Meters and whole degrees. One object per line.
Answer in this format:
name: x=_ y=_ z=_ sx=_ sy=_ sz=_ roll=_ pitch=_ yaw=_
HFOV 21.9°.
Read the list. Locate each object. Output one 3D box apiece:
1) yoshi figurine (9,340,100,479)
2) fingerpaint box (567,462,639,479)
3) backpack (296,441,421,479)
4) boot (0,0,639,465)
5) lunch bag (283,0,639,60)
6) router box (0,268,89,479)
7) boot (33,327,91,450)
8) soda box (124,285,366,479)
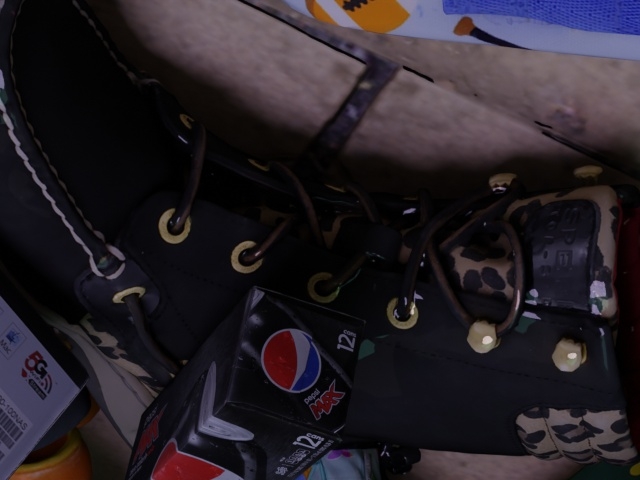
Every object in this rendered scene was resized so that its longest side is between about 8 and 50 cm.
yoshi figurine: x=-0.136 y=0.254 z=0.984 sx=0.203 sy=0.203 sz=0.362 roll=18 pitch=119 yaw=43
fingerpaint box: x=0.253 y=0.351 z=0.995 sx=0.445 sy=0.163 sz=0.371 roll=36 pitch=115 yaw=-23
backpack: x=-0.020 y=0.197 z=0.967 sx=0.115 sy=0.182 sz=0.152 roll=11 pitch=154 yaw=-40
boot: x=0.000 y=0.000 z=0.772 sx=0.284 sy=0.138 sz=0.377 roll=0 pitch=142 yaw=19
lunch bag: x=0.134 y=-0.146 z=0.475 sx=0.303 sy=0.243 sz=0.115 roll=7 pitch=140 yaw=11
router box: x=-0.278 y=-0.019 z=0.723 sx=0.243 sy=0.081 sz=0.309 roll=-4 pitch=129 yaw=47
boot: x=-0.233 y=-0.007 z=0.879 sx=0.246 sy=0.094 sz=0.207 roll=13 pitch=127 yaw=45
soda box: x=-0.040 y=0.084 z=0.741 sx=0.053 sy=0.060 sz=0.169 roll=20 pitch=149 yaw=-13
